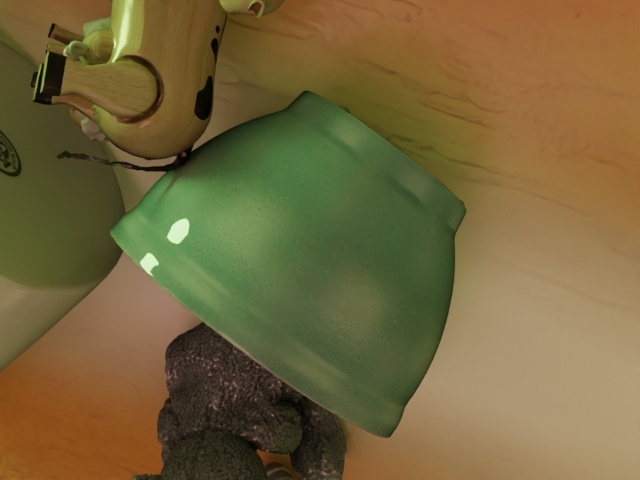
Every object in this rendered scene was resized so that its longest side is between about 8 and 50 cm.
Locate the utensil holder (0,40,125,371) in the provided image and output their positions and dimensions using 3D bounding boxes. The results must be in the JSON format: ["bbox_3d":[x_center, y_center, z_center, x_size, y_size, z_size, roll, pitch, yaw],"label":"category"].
[{"bbox_3d":[-0.416,0.020,1.055,0.385,0.327,0.328,-37,100,23],"label":"utensil holder"}]

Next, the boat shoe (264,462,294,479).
[{"bbox_3d":[-0.090,0.383,1.250,0.118,0.103,0.320,2,129,-35],"label":"boat shoe"}]

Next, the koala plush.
[{"bbox_3d":[-0.095,0.207,1.076,0.196,0.221,0.203,2,129,15],"label":"koala plush"}]

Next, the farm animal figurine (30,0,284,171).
[{"bbox_3d":[-0.105,-0.205,0.882,0.172,0.330,0.327,14,102,-18],"label":"farm animal figurine"}]

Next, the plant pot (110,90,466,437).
[{"bbox_3d":[0.000,0.000,0.968,0.293,0.293,0.196,37,91,-3],"label":"plant pot"}]
